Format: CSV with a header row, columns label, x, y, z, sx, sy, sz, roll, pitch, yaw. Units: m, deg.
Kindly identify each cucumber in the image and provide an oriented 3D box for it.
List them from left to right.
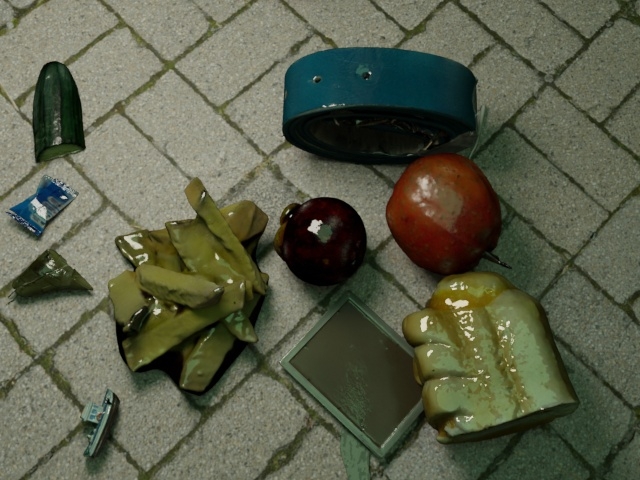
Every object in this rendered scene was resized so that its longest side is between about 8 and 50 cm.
label,x,y,z,sx,sy,sz,roll,pitch,yaw
cucumber,-0.605,-0.306,1.765,0.115,0.063,0.243,-9,71,-10

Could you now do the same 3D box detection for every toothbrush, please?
label,x,y,z,sx,sy,sz,roll,pitch,yaw
toothbrush,0.373,-0.241,1.870,0.022,0.017,0.204,12,71,9

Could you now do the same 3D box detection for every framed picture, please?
label,x,y,z,sx,sy,sz,roll,pitch,yaw
framed picture,0.092,0.281,1.662,0.296,0.019,0.232,43,70,8

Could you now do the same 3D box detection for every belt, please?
label,x,y,z,sx,sy,sz,roll,pitch,yaw
belt,0.133,-0.290,1.712,0.437,0.300,0.173,7,73,-7

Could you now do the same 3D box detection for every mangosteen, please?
label,x,y,z,sx,sy,sz,roll,pitch,yaw
mangosteen,0.000,0.000,1.658,0.210,0.210,0.209,2,71,-6

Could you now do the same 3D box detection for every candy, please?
label,x,y,z,sx,sy,sz,roll,pitch,yaw
candy,-0.608,-0.083,1.701,0.088,0.038,0.136,34,62,2

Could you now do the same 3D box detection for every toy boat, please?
label,x,y,z,sx,sy,sz,roll,pitch,yaw
toy boat,-0.450,0.363,1.553,0.066,0.059,0.140,25,67,-16

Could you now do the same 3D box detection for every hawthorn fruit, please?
label,x,y,z,sx,sy,sz,roll,pitch,yaw
hawthorn fruit,0.295,-0.040,1.665,0.300,0.254,0.254,36,71,22

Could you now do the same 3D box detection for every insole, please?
label,x,y,z,sx,sy,sz,roll,pitch,yaw
insole,0.076,0.460,1.608,0.065,0.006,0.193,-4,72,-8

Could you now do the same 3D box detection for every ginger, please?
label,x,y,z,sx,sy,sz,roll,pitch,yaw
ginger,-0.284,0.087,1.591,0.359,0.211,0.413,13,71,0

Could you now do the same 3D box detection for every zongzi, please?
label,x,y,z,sx,sy,sz,roll,pitch,yaw
zongzi,-0.578,0.110,1.634,0.130,0.062,0.154,45,79,-3

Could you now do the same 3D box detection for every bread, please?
label,x,y,z,sx,sy,sz,roll,pitch,yaw
bread,0.329,0.237,1.603,0.301,0.210,0.341,-18,69,-1
